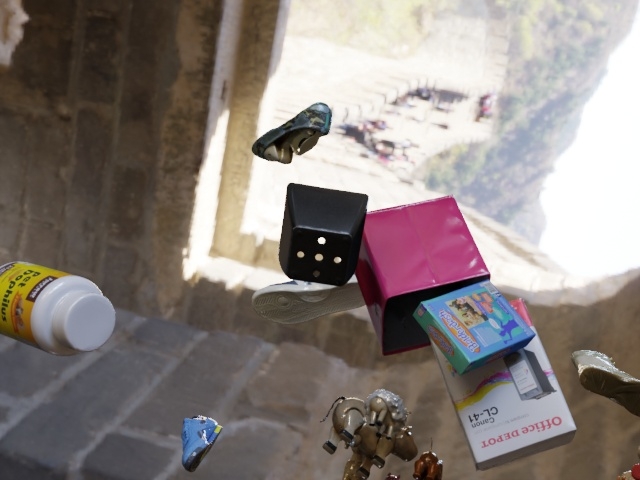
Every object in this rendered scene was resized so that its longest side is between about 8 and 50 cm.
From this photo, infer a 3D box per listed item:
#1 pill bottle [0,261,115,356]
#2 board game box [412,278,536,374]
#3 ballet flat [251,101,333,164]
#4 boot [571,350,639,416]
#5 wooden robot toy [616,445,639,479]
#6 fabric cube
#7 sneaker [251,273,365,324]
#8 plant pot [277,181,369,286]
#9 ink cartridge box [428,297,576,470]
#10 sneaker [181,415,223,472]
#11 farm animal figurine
[{"bbox_3d":[-0.397,0.101,1.236,0.117,0.215,0.117,-12,106,-48],"label":"pill bottle"},{"bbox_3d":[0.314,0.172,1.717,0.210,0.160,0.047,-13,145,-38],"label":"board game box"},{"bbox_3d":[-0.051,-0.163,1.399,0.188,0.070,0.070,-30,-152,45],"label":"ballet flat"},{"bbox_3d":[0.691,0.329,1.958,0.165,0.213,0.077,-51,165,-79],"label":"boot"},{"bbox_3d":[0.412,0.308,1.090,0.173,0.076,0.079,-61,-160,-12],"label":"wooden robot toy"},{"bbox_3d":[0.235,0.084,2.039,0.254,0.259,0.258,87,-12,-51],"label":"fabric cube"},{"bbox_3d":[-0.020,0.139,2.406,0.148,0.350,0.131,-83,163,-58],"label":"sneaker"},{"bbox_3d":[0.000,0.000,1.846,0.167,0.188,0.187,-81,180,-65],"label":"plant pot"},{"bbox_3d":[0.387,0.309,1.817,0.131,0.226,0.306,61,10,-63],"label":"ink cartridge box"},{"bbox_3d":[-0.272,0.426,1.790,0.069,0.082,0.209,-59,178,9],"label":"sneaker"},{"bbox_3d":[0.132,0.493,1.997,0.327,0.330,0.172,52,38,-16],"label":"farm animal figurine"}]
